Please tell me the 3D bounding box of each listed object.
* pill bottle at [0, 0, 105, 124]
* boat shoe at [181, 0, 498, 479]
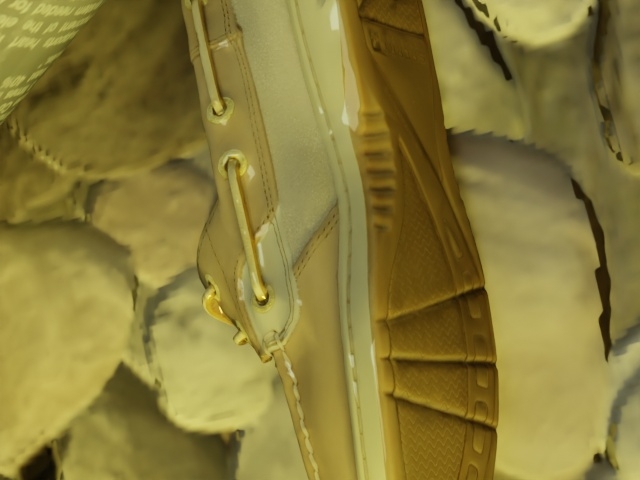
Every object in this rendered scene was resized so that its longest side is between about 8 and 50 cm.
[{"bbox_3d":[-0.127,-0.095,0.394,0.278,0.162,0.162,-45,71,19],"label":"pill bottle"},{"bbox_3d":[0.000,0.000,0.388,0.059,0.063,0.170,-15,74,29],"label":"boat shoe"}]
